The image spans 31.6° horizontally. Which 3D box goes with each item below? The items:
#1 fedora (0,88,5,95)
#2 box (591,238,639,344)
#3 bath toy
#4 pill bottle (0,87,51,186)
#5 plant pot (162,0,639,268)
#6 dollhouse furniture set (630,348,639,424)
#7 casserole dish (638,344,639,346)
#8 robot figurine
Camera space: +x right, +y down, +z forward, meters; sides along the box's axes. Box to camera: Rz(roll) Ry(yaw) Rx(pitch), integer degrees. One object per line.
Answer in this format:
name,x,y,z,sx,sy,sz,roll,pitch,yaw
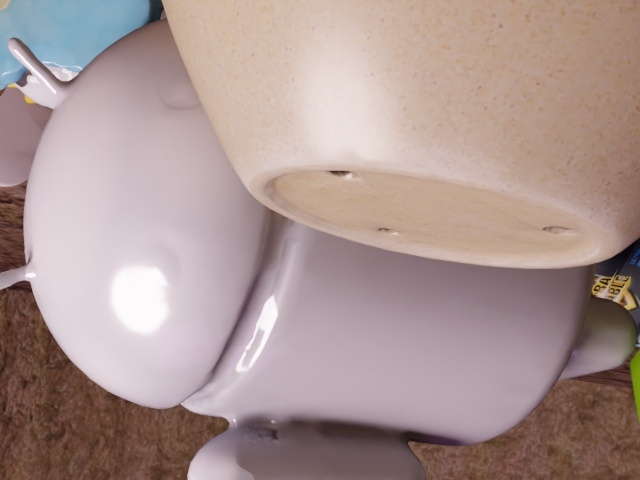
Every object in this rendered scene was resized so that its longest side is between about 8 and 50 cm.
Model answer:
fedora,-0.255,-0.125,0.701,0.079,0.194,0.194,-20,157,21
box,0.169,-0.026,0.764,0.175,0.051,0.220,18,145,5
bath toy,-0.111,-0.090,0.779,0.151,0.129,0.348,40,-179,25
pill bottle,-0.352,-0.104,0.933,0.246,0.136,0.136,6,168,24
plant pot,0.056,-0.097,0.407,0.284,0.191,0.284,11,169,2
dollhouse furniture set,0.305,0.028,0.502,0.197,0.151,0.301,12,129,-16
casserole dish,0.285,0.004,0.863,0.114,0.037,0.188,9,127,-13
robot figurine,0.000,0.000,0.599,0.353,0.300,0.200,13,156,-25
